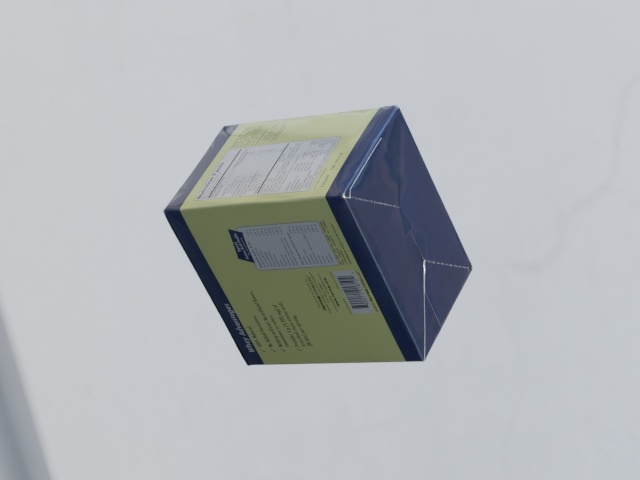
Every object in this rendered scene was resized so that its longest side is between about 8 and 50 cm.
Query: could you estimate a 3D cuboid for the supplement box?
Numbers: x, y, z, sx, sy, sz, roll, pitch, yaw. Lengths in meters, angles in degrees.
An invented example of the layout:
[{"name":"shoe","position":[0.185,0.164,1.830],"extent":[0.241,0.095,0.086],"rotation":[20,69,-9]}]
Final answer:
[{"name":"supplement box","position":[0.000,0.000,0.714],"extent":[0.083,0.083,0.056],"rotation":[-4,37,33]}]
